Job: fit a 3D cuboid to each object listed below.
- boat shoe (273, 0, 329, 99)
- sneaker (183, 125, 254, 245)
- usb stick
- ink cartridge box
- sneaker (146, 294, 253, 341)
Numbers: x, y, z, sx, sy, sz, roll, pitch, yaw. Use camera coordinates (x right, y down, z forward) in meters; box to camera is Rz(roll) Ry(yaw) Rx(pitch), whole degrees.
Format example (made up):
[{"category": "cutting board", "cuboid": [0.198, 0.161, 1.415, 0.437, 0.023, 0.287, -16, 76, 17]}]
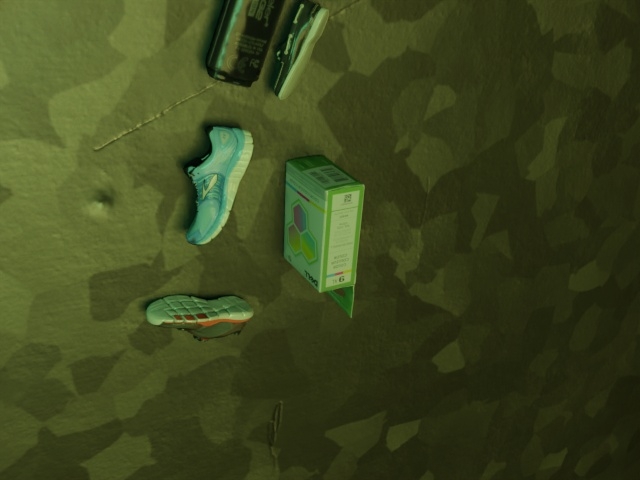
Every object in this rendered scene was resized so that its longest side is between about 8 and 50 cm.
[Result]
[{"category": "boat shoe", "cuboid": [-0.032, -0.237, 0.983, 0.125, 0.038, 0.046, -63, 172, 19]}, {"category": "sneaker", "cuboid": [-0.144, -0.072, 1.001, 0.073, 0.063, 0.162, 17, 102, -20]}, {"category": "usb stick", "cuboid": [-0.063, -0.316, 0.913, 0.077, 0.045, 0.278, 5, 113, -43]}, {"category": "ink cartridge box", "cuboid": [0.000, 0.000, 1.092, 0.062, 0.109, 0.209, -13, 122, -27]}, {"category": "sneaker", "cuboid": [-0.166, 0.116, 1.084, 0.158, 0.061, 0.064, 4, 120, -34]}]
